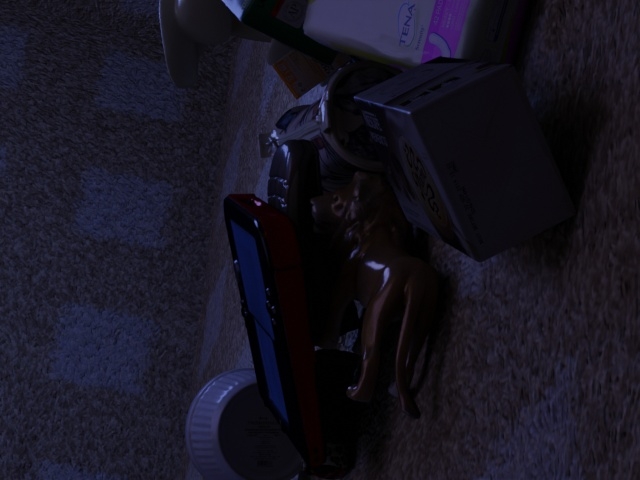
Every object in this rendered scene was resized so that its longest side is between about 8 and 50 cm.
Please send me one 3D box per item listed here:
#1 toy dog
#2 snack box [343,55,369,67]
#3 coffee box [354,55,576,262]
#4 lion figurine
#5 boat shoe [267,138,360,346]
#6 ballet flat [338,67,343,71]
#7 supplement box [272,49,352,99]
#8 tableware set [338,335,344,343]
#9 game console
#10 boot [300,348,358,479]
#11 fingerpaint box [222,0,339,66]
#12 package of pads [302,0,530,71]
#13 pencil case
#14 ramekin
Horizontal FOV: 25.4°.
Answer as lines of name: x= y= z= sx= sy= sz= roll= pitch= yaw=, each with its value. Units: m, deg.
toy dog: x=-0.042 y=-0.456 z=2.356 sx=0.284 sy=0.408 sz=0.395 roll=-58 pitch=-38 yaw=-65
snack box: x=0.114 y=-0.338 z=2.030 sx=0.187 sy=0.060 sz=0.322 roll=-45 pitch=10 yaw=-5
coffee box: x=0.145 y=-0.096 z=1.511 sx=0.168 sy=0.119 sz=0.297 roll=65 pitch=175 yaw=-13
lion figurine: x=0.086 y=0.061 z=1.844 sx=0.392 sy=0.142 sz=0.240 roll=39 pitch=111 yaw=63
boat shoe: x=0.000 y=0.000 z=2.092 sx=0.132 sy=0.130 sz=0.355 roll=-114 pitch=16 yaw=-51
ballet flat: x=0.063 y=-0.360 z=2.506 sx=0.074 sy=0.074 sz=0.203 roll=161 pitch=115 yaw=-77
supplement box: x=-0.012 y=-0.257 z=2.050 sx=0.098 sy=0.062 sz=0.036 roll=-37 pitch=4 yaw=-3
tableware set: x=0.014 y=0.075 z=2.314 sx=0.128 sy=0.039 sz=0.194 roll=-3 pitch=80 yaw=48
game console: x=-0.071 y=0.114 z=2.025 sx=0.386 sy=0.060 sz=0.342 roll=-144 pitch=47 yaw=-76
boot: x=-0.004 y=0.271 z=2.128 sx=0.236 sy=0.085 sz=0.178 roll=126 pitch=151 yaw=-67
fingerpaint box: x=0.001 y=-0.524 z=1.999 sx=0.445 sy=0.163 sz=0.371 roll=-59 pitch=30 yaw=15
package of pads: x=0.124 y=-0.321 z=1.742 sx=0.296 sy=0.101 sz=0.229 roll=24 pitch=104 yaw=41
pencil case: x=0.033 y=-0.160 z=2.144 sx=0.410 sy=0.184 sz=0.160 roll=161 pitch=97 yaw=-76
ramekin: x=-0.106 y=0.309 z=2.301 sx=0.109 sy=0.207 sz=0.207 roll=167 pitch=115 yaw=-66
